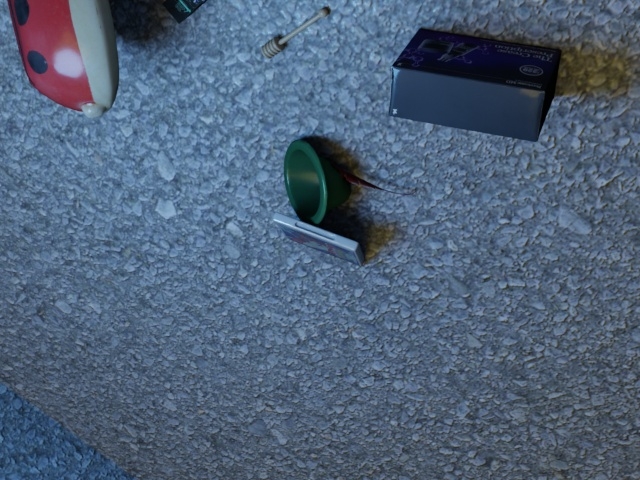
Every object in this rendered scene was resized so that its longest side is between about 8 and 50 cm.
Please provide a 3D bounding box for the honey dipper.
[{"bbox_3d":[-0.049,-0.399,1.806,0.160,0.030,0.030,-29,109,35],"label":"honey dipper"}]

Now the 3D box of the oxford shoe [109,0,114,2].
[{"bbox_3d":[-0.337,-0.546,1.765,0.363,0.132,0.130,-33,62,56],"label":"oxford shoe"}]

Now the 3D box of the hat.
[{"bbox_3d":[0.048,-0.123,1.969,0.208,0.183,0.173,65,151,23],"label":"hat"}]

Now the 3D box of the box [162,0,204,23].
[{"bbox_3d":[-0.251,-0.469,1.823,0.083,0.062,0.052,-31,106,38],"label":"box"}]

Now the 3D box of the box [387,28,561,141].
[{"bbox_3d":[0.269,-0.274,1.646,0.261,0.184,0.103,12,129,16],"label":"box"}]

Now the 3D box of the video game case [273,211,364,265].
[{"bbox_3d":[0.000,0.000,1.999,0.183,0.023,0.201,21,173,10],"label":"video game case"}]

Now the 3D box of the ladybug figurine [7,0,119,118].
[{"bbox_3d":[-0.490,-0.433,1.757,0.305,0.162,0.449,128,127,-65],"label":"ladybug figurine"}]
